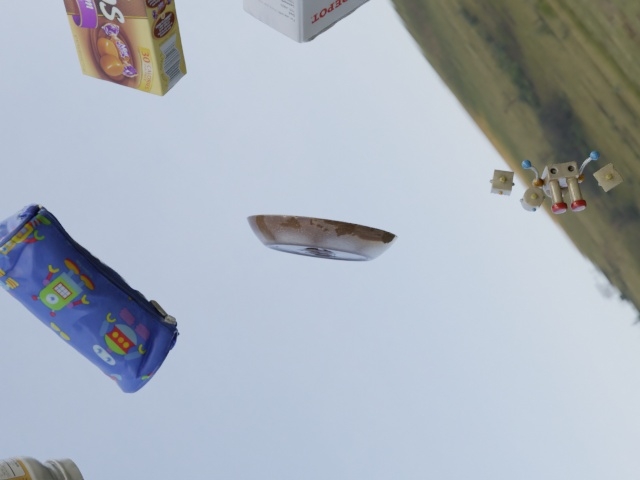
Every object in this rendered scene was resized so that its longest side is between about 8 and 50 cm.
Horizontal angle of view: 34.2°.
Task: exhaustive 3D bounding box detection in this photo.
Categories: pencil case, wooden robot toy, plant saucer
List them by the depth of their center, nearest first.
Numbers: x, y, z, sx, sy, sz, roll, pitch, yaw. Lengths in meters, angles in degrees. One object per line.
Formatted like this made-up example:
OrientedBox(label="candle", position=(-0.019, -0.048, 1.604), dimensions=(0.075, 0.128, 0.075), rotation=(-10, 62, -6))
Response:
OrientedBox(label="plant saucer", position=(0.000, 0.000, 1.351), dimensions=(0.199, 0.199, 0.036), rotation=(16, -99, -55))
OrientedBox(label="wooden robot toy", position=(0.316, -0.068, 1.412), dimensions=(0.079, 0.173, 0.076), rotation=(77, -174, -77))
OrientedBox(label="pencil case", position=(-0.326, 0.077, 1.434), dimensions=(0.306, 0.133, 0.119), rotation=(45, -168, -20))

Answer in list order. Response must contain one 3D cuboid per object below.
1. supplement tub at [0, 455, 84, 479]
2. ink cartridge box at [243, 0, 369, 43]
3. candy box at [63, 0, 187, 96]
OrientedBox(label="supplement tub", position=(-0.351, 0.304, 1.077), dimensions=(0.200, 0.144, 0.144), rotation=(-4, -124, -34))
OrientedBox(label="ink cartridge box", position=(-0.001, -0.425, 1.325), dimensions=(0.117, 0.278, 0.201), rotation=(34, -124, 27))
OrientedBox(label="candy box", position=(-0.204, -0.245, 1.050), dimensions=(0.109, 0.186, 0.053), rotation=(18, -130, 21))
